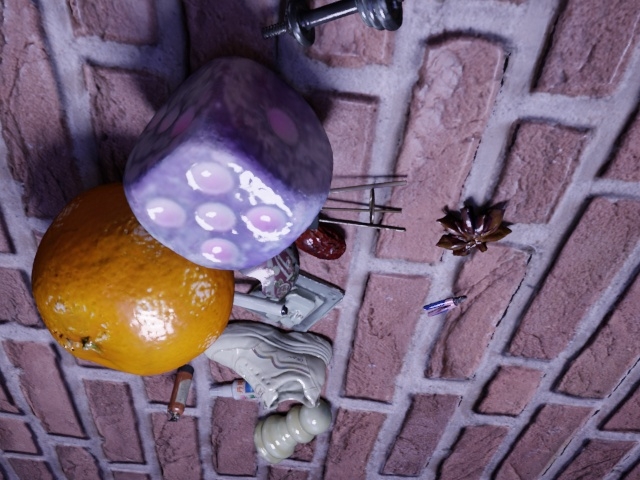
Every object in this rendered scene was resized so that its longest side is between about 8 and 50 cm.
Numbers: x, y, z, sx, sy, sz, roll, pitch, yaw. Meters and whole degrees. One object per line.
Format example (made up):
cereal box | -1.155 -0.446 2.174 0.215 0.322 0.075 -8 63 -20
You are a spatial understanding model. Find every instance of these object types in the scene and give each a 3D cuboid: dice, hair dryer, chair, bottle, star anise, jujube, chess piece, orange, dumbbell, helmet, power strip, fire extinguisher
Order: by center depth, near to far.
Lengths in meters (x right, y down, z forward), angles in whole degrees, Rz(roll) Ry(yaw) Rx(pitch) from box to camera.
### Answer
dumbbell | 0.021 -0.356 1.015 0.254 0.110 0.110 -10 135 25
dice | -0.157 -0.132 1.141 0.271 0.270 0.270 -31 125 32
chair | 0.064 -0.072 1.323 0.221 0.104 0.095 -2 111 2
orange | -0.381 0.090 1.327 0.424 0.326 0.424 18 136 18
star anise | 0.322 -0.017 1.373 0.167 0.057 0.168 4 136 4
helmet | -0.098 0.032 1.407 0.107 0.153 0.177 -32 125 18
jujube | 0.000 0.000 1.415 0.129 0.077 0.077 29 133 -35
hair dryer | -0.189 0.135 1.539 0.236 0.073 0.131 16 138 13
power strip | -0.073 0.161 1.597 0.198 0.064 0.213 24 133 -22
fire extinguisher | -0.400 0.437 1.840 0.050 0.177 0.062 -1 138 7
bottle | -0.221 0.437 1.908 0.217 0.060 0.060 -8 135 13
chess piece | -0.070 0.569 1.984 0.251 0.144 0.144 -35 124 29

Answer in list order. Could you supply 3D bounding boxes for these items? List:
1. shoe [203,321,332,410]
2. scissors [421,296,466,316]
shoe | -0.142 0.333 1.680 0.342 0.211 0.132 9 137 -3
scissors | 0.305 0.160 1.595 0.113 0.012 0.039 -24 130 27
